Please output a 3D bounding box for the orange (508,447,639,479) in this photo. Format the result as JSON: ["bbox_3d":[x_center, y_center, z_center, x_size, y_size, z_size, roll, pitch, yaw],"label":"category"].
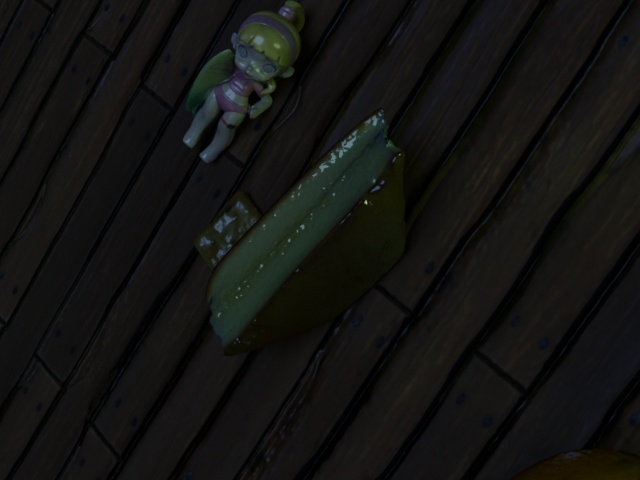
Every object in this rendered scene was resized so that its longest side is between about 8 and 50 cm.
[{"bbox_3d":[0.194,0.259,0.648,0.171,0.240,0.240,127,132,-66],"label":"orange"}]

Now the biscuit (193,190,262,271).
[{"bbox_3d":[-0.086,0.004,0.987,0.083,0.018,0.081,-45,63,20],"label":"biscuit"}]

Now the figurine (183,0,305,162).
[{"bbox_3d":[-0.078,-0.162,0.985,0.083,0.083,0.187,52,123,27],"label":"figurine"}]

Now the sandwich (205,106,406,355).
[{"bbox_3d":[0.000,0.000,0.889,0.258,0.096,0.094,-44,56,22],"label":"sandwich"}]
